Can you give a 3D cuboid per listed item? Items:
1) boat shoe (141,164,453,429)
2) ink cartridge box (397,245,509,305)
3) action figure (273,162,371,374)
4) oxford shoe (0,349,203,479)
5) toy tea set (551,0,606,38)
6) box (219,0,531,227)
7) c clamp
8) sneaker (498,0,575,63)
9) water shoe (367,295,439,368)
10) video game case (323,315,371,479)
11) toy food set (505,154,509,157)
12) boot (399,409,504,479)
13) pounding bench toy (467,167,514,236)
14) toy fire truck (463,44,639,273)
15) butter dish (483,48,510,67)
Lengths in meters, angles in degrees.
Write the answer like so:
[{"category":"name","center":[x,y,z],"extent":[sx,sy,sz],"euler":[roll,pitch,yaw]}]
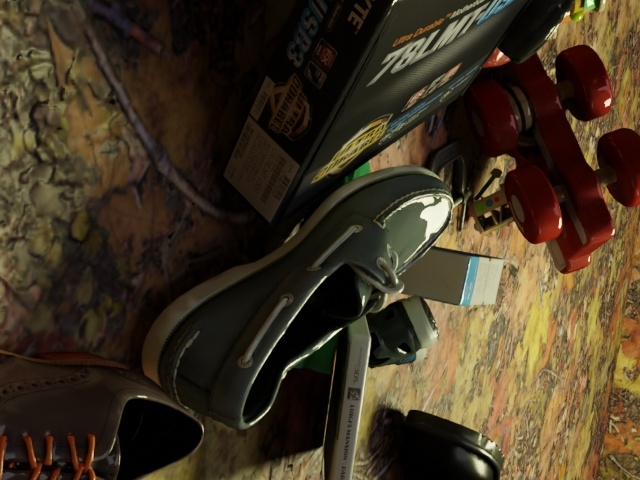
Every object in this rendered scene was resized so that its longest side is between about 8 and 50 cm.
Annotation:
[{"category":"boat shoe","center":[0.014,0.042,0.718],"extent":[0.320,0.099,0.116],"euler":[-31,135,-34]},{"category":"ink cartridge box","center":[0.155,0.041,1.093],"extent":[0.180,0.104,0.060],"euler":[7,94,-63]},{"category":"action figure","center":[0.000,0.000,0.821],"extent":[0.137,0.064,0.232],"euler":[24,83,-61]},{"category":"oxford shoe","center":[-0.167,0.107,0.496],"extent":[0.271,0.099,0.096],"euler":[1,99,-63]},{"category":"toy tea set","center":[0.319,-0.421,1.272],"extent":[0.200,0.124,0.336],"euler":[-94,169,-50]},{"category":"box","center":[0.080,-0.175,0.691],"extent":[0.296,0.073,0.293],"euler":[-36,168,-40]},{"category":"c clamp","center":[0.169,-0.062,1.173],"extent":[0.161,0.022,0.137],"euler":[-23,121,-59]},{"category":"sneaker","center":[0.172,-0.308,0.916],"extent":[0.122,0.146,0.330],"euler":[-49,-155,39]},{"category":"water shoe","center":[0.074,0.104,0.998],"extent":[0.203,0.080,0.072],"euler":[94,-24,-75]},{"category":"video game case","center":[0.024,0.155,0.881],"extent":[0.190,0.022,0.173],"euler":[-89,-174,-83]},{"category":"toy food set","center":[0.321,-0.185,1.424],"extent":[0.078,0.019,0.122],"euler":[19,83,-63]},{"category":"boot","center":[0.152,0.403,1.197],"extent":[0.260,0.131,0.348],"euler":[-63,150,-28]},{"category":"pounding bench toy","center":[0.241,-0.054,1.280],"extent":[0.052,0.065,0.083],"euler":[11,56,-63]},{"category":"toy fire truck","center":[0.304,-0.111,1.226],"extent":[0.254,0.170,0.302],"euler":[83,-15,-77]},{"category":"butter dish","center":[0.210,-0.267,1.067],"extent":[0.160,0.118,0.159],"euler":[-35,129,-54]}]
